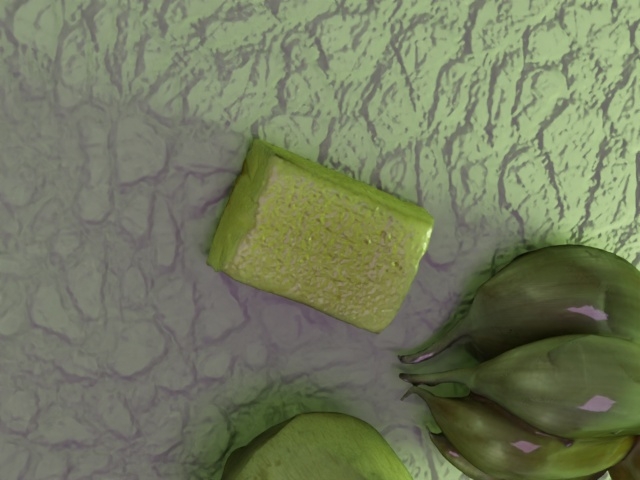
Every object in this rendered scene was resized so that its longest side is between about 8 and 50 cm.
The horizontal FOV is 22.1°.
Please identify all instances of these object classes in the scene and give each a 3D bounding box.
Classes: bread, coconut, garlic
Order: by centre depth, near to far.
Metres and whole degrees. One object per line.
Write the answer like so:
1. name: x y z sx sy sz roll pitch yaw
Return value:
1. bread: 0.001 0.001 1.494 0.188 0.068 0.125 21 99 -26
2. coconut: -0.004 0.260 1.518 0.224 0.224 0.224 -6 110 -18
3. garlic: 0.228 0.135 1.602 0.292 0.210 0.237 24 132 -30
